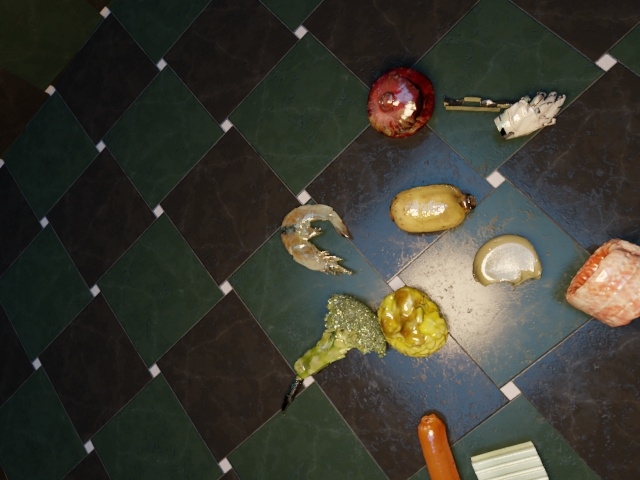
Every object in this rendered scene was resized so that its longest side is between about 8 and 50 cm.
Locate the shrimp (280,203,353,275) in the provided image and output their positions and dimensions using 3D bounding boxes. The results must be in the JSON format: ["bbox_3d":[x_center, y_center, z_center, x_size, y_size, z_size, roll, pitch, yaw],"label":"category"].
[{"bbox_3d":[0.000,0.000,1.559,0.360,0.085,0.247,42,92,22],"label":"shrimp"}]

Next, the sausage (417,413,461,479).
[{"bbox_3d":[0.399,0.751,1.328,0.097,0.094,0.347,-20,79,20],"label":"sausage"}]

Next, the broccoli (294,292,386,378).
[{"bbox_3d":[0.039,0.344,1.460,0.362,0.221,0.251,-26,102,20],"label":"broccoli"}]

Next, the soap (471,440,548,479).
[{"bbox_3d":[0.591,0.720,1.280,0.198,0.066,0.118,-24,79,15],"label":"soap"}]

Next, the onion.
[{"bbox_3d":[0.277,-0.485,1.449,0.247,0.190,0.245,6,101,30],"label":"onion"}]

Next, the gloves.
[{"bbox_3d":[0.689,-0.411,1.333,0.212,0.111,0.127,-26,96,27],"label":"gloves"}]

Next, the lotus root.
[{"bbox_3d":[0.381,-0.112,1.400,0.285,0.146,0.159,-8,102,25],"label":"lotus root"}]

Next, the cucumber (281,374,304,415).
[{"bbox_3d":[-0.115,0.588,1.555,0.163,0.043,0.039,-60,33,3],"label":"cucumber"}]

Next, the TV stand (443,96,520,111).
[{"bbox_3d":[0.559,-0.478,1.430,0.250,0.036,0.042,9,86,19],"label":"TV stand"}]

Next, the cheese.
[{"bbox_3d":[0.594,0.074,1.334,0.203,0.091,0.175,-24,78,17],"label":"cheese"}]

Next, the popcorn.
[{"bbox_3d":[0.296,0.269,1.335,0.206,0.251,0.236,-26,80,9],"label":"popcorn"}]

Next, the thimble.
[{"bbox_3d":[0.848,0.119,1.172,0.162,0.239,0.239,36,97,19],"label":"thimble"}]
